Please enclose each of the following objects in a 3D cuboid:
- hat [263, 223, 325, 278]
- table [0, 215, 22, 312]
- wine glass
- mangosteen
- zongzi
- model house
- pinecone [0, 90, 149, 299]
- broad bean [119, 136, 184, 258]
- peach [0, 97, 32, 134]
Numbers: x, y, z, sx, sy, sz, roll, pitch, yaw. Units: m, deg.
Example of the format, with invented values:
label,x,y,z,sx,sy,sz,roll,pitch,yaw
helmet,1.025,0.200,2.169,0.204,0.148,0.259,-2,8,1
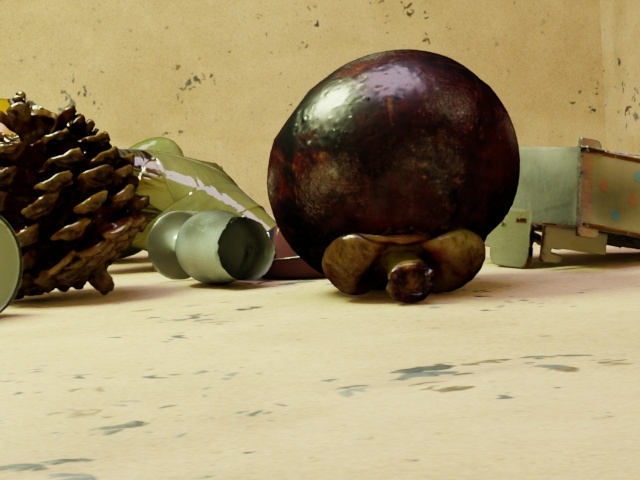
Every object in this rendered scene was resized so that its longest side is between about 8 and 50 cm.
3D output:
label,x,y,z,sx,sy,sz,roll,pitch,yaw
hat,0.000,0.000,1.985,0.205,0.089,0.205,-4,4,0
table,-0.464,0.029,1.706,0.220,0.126,0.126,-1,5,33
wine glass,-0.140,0.009,1.923,0.103,0.103,0.222,-6,5,-28
mangosteen,0.091,-0.066,1.691,0.297,0.293,0.297,-34,-19,-13
zongzi,-0.207,-0.041,2.141,0.289,0.154,0.317,9,7,-31
model house,0.343,-0.046,1.960,0.244,0.169,0.326,3,2,-29
pinecone,-0.332,-0.049,1.861,0.243,0.257,0.243,-16,-26,-8
broad bean,-0.304,-0.047,2.395,0.189,0.121,0.263,-14,-31,-44
peach,-0.544,-0.090,2.488,0.307,0.308,0.332,-4,20,0
